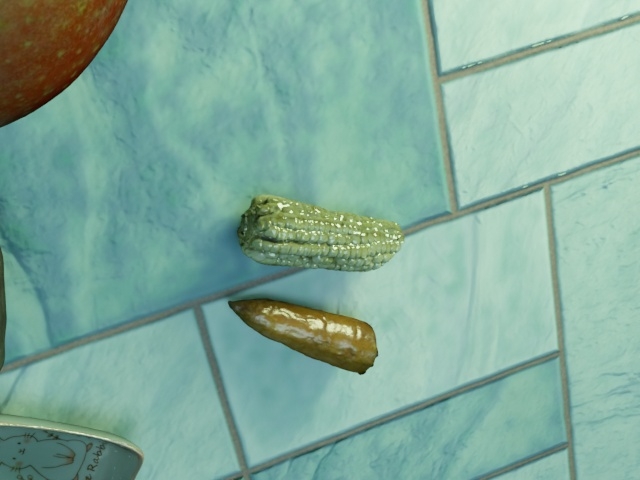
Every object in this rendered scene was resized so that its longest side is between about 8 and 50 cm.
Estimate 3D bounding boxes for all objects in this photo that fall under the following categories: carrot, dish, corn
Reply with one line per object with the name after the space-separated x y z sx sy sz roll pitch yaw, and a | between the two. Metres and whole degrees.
-0.025 0.110 1.265 0.205 0.072 0.072 22 105 -25 | carrot
-0.339 0.280 1.220 0.212 0.077 0.151 16 109 -26 | dish
0.000 0.000 1.215 0.210 0.087 0.087 12 109 -29 | corn

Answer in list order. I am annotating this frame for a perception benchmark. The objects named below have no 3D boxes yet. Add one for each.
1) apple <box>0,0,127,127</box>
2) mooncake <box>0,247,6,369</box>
-0.314 -0.268 0.823 0.277 0.348 0.348 -32 122 -19 | apple
-0.457 0.064 0.962 0.306 0.306 0.154 -3 110 -19 | mooncake
